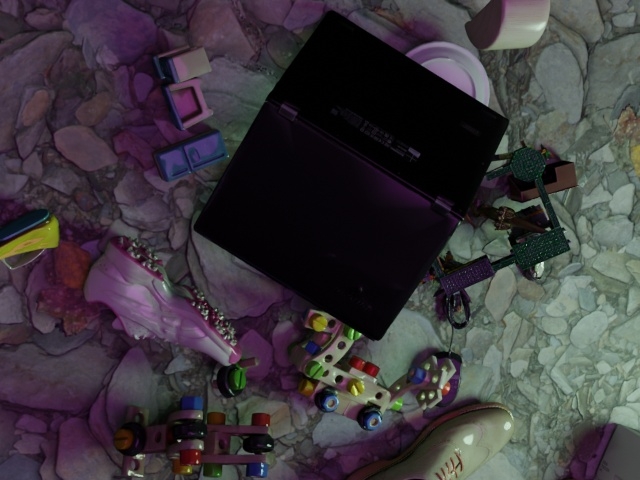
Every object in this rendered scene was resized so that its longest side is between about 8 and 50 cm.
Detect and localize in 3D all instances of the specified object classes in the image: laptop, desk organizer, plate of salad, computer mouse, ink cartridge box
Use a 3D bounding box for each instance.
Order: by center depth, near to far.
[{"bbox_3d":[0.059,-0.118,1.781,0.382,0.236,0.408,32,54,-2],"label":"laptop"},{"bbox_3d":[0.215,-0.269,1.884,0.199,0.048,0.200,-2,105,-8],"label":"plate of salad"},{"bbox_3d":[0.436,-0.116,1.994,0.130,0.047,0.050,-16,104,-15],"label":"desk organizer"},{"bbox_3d":[0.252,0.210,2.011,0.071,0.041,0.242,9,94,-4],"label":"computer mouse"},{"bbox_3d":[0.736,0.520,2.168,0.232,0.171,0.168,20,94,-22],"label":"ink cartridge box"}]

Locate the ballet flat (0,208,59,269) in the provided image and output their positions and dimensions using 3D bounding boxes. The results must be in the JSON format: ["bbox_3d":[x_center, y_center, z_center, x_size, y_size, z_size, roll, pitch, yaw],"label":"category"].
[{"bbox_3d":[-0.539,0.021,1.675,0.231,0.077,0.077,-21,124,-16],"label":"ballet flat"}]

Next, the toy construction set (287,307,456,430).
[{"bbox_3d":[0.079,0.234,1.901,0.327,0.151,0.215,28,91,-11],"label":"toy construction set"}]

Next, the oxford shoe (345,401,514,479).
[{"bbox_3d":[0.232,0.457,1.992,0.397,0.146,0.140,-31,107,-11],"label":"oxford shoe"}]

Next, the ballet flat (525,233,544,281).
[{"bbox_3d":[0.434,0.028,2.028,0.041,0.041,0.114,-3,102,-19],"label":"ballet flat"}]

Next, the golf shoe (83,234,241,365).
[{"bbox_3d":[-0.275,0.129,1.769,0.306,0.115,0.140,42,97,-9],"label":"golf shoe"}]

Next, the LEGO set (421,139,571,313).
[{"bbox_3d":[0.312,-0.035,1.914,0.331,0.192,0.255,-32,91,10],"label":"LEGO set"}]

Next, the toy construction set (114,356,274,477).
[{"bbox_3d":[-0.227,0.395,1.806,0.237,0.257,0.309,-15,91,29],"label":"toy construction set"}]

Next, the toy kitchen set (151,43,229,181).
[{"bbox_3d":[-0.229,-0.205,1.679,0.122,0.166,0.207,-24,108,-13],"label":"toy kitchen set"}]

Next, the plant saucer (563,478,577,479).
[{"bbox_3d":[0.532,0.552,2.189,0.083,0.013,0.084,-4,102,-19],"label":"plant saucer"}]

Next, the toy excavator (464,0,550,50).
[{"bbox_3d":[0.204,-0.525,1.610,0.222,0.445,0.433,-7,103,-17],"label":"toy excavator"}]
